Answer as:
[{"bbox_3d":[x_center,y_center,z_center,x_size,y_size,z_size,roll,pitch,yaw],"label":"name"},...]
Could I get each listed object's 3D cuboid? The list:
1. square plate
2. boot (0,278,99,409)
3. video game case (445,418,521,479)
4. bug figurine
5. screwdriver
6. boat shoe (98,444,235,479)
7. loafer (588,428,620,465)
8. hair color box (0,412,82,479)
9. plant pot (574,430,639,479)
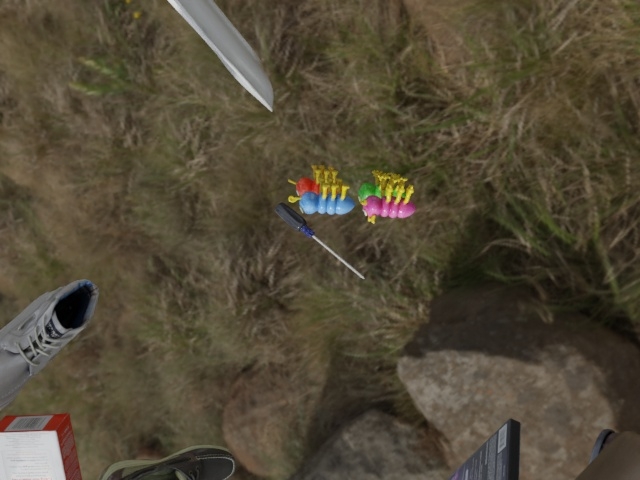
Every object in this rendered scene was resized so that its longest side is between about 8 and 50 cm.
[{"bbox_3d":[-0.218,-0.391,1.275,0.344,0.049,0.347,47,-177,-38],"label":"square plate"},{"bbox_3d":[-0.439,0.151,1.216,0.123,0.258,0.095,-28,113,33],"label":"boot"},{"bbox_3d":[0.238,0.436,1.285,0.026,0.196,0.274,25,130,-5],"label":"video game case"},{"bbox_3d":[0.052,-0.077,1.365,0.279,0.216,0.072,-103,16,-79],"label":"bug figurine"},{"bbox_3d":[0.000,0.000,1.164,0.170,0.024,0.025,38,151,15],"label":"screwdriver"},{"bbox_3d":[-0.223,0.369,1.217,0.073,0.223,0.080,19,104,53],"label":"boat shoe"},{"bbox_3d":[0.420,0.424,1.116,0.095,0.109,0.302,4,79,40],"label":"loafer"},{"bbox_3d":[-0.377,0.320,1.074,0.093,0.053,0.167,-3,105,5],"label":"hair color box"},{"bbox_3d":[0.269,0.294,0.661,0.263,0.263,0.229,29,89,37],"label":"plant pot"}]
